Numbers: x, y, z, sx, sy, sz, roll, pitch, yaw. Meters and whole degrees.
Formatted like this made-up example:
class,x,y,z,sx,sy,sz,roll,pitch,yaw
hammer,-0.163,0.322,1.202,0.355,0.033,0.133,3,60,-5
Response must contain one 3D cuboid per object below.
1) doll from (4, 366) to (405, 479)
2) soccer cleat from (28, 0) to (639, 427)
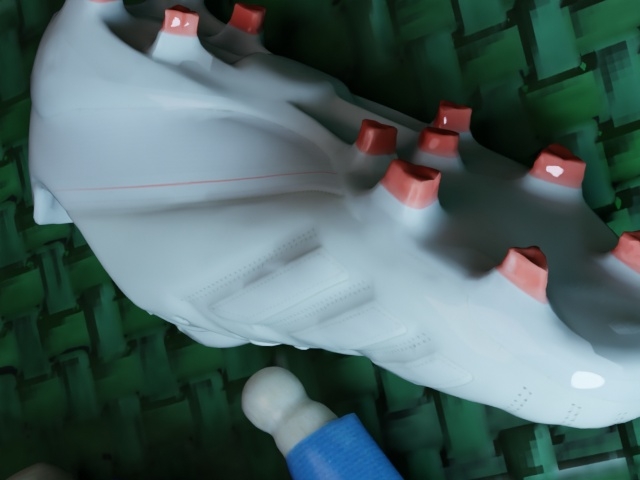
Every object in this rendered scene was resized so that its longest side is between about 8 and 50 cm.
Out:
class,x,y,z,sx,sy,sz,roll,pitch,yaw
doll,-0.010,0.093,0.437,0.189,0.046,0.129,4,97,39
soccer cleat,0.000,0.000,0.414,0.196,0.068,0.076,33,118,40
